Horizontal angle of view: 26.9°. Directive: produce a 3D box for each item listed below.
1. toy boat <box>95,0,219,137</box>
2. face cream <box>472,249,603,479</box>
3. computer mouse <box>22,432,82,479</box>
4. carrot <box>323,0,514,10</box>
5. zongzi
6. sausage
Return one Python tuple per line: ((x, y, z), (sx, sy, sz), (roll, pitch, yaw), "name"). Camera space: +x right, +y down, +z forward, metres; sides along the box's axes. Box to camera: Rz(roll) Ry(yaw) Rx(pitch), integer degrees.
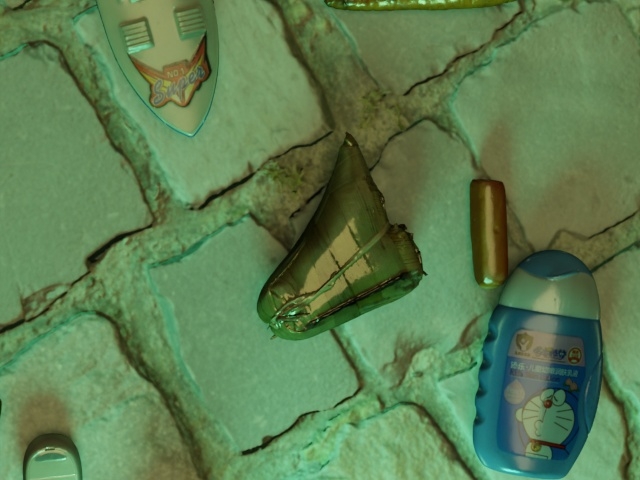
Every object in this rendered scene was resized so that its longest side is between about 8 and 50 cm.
((-0.179, -0.257, 1.476), (0.129, 0.088, 0.295), (-15, 95, -8), "toy boat")
((0.260, 0.142, 1.568), (0.149, 0.083, 0.264), (8, 91, -12), "face cream")
((-0.301, 0.263, 1.508), (0.066, 0.039, 0.096), (-4, 101, -8), "computer mouse")
((0.132, -0.289, 1.542), (0.256, 0.061, 0.061), (-11, 94, -6), "carrot")
((0.000, 0.000, 1.509), (0.194, 0.099, 0.197), (-26, 98, -13), "zongzi")
((0.198, -0.007, 1.572), (0.039, 0.041, 0.131), (-6, 94, -30), "sausage")
